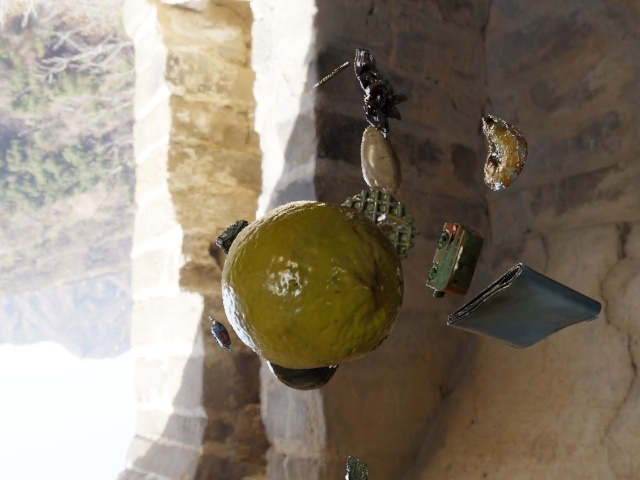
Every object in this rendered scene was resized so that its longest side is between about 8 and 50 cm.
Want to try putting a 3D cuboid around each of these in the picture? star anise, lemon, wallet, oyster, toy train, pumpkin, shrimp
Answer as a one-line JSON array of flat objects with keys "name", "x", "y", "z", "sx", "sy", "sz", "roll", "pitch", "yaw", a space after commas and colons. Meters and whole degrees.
[{"name": "star anise", "x": 0.174, "y": -0.451, "z": 1.917, "sx": 0.129, "sy": 0.282, "sz": 0.212, "roll": -26, "pitch": 143, "yaw": 20}, {"name": "lemon", "x": -0.014, "y": 0.081, "z": 1.140, "sx": 0.336, "sy": 0.335, "sz": 0.336, "roll": 0, "pitch": 172, "yaw": 0}, {"name": "wallet", "x": 0.498, "y": 0.182, "z": 1.568, "sx": 0.251, "sy": 0.054, "sz": 0.290, "roll": 23, "pitch": 139, "yaw": -16}, {"name": "oyster", "x": -0.261, "y": -0.009, "z": 1.968, "sx": 0.064, "sy": 0.124, "sz": 0.177, "roll": 17, "pitch": 168, "yaw": 16}, {"name": "toy train", "x": 0.319, "y": 0.050, "z": 1.501, "sx": 0.072, "sy": 0.188, "sz": 0.099, "roll": 18, "pitch": 178, "yaw": -28}, {"name": "pumpkin", "x": -0.050, "y": 0.367, "z": 2.244, "sx": 0.241, "sy": 0.323, "sz": 0.323, "roll": -13, "pitch": 165, "yaw": 36}, {"name": "shrimp", "x": 0.470, "y": -0.238, "z": 1.679, "sx": 0.062, "sy": 0.164, "sz": 0.316, "roll": 20, "pitch": -150, "yaw": -15}, {"name": "shrimp", "x": 0.194, "y": -0.014, "z": 2.041, "sx": 0.099, "sy": 0.041, "sz": 0.180, "roll": -40, "pitch": 161, "yaw": -5}]

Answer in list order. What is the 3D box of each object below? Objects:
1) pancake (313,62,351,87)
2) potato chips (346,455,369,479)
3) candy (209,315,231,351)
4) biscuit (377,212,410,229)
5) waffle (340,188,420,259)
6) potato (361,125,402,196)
[{"name": "pancake", "x": 0.029, "y": -0.408, "z": 1.565, "sx": 0.115, "sy": 0.011, "sz": 0.115, "roll": -34, "pitch": -169, "yaw": 8}, {"name": "potato chips", "x": 0.096, "y": 0.628, "z": 1.607, "sx": 0.028, "sy": 0.207, "sz": 0.092, "roll": 41, "pitch": 121, "yaw": -20}, {"name": "candy", "x": -0.167, "y": 0.155, "z": 1.052, "sx": 0.020, "sy": 0.083, "sz": 0.030, "roll": -37, "pitch": -133, "yaw": -24}, {"name": "biscuit", "x": 0.212, "y": -0.055, "z": 1.833, "sx": 0.081, "sy": 0.018, "sz": 0.083, "roll": 23, "pitch": 168, "yaw": -8}, {"name": "waffle", "x": 0.200, "y": -0.036, "z": 2.338, "sx": 0.292, "sy": 0.309, "sz": 0.056, "roll": -34, "pitch": 178, "yaw": 5}, {"name": "potato", "x": 0.196, "y": -0.260, "z": 2.118, "sx": 0.128, "sy": 0.234, "sz": 0.161, "roll": -15, "pitch": -154, "yaw": 22}]
